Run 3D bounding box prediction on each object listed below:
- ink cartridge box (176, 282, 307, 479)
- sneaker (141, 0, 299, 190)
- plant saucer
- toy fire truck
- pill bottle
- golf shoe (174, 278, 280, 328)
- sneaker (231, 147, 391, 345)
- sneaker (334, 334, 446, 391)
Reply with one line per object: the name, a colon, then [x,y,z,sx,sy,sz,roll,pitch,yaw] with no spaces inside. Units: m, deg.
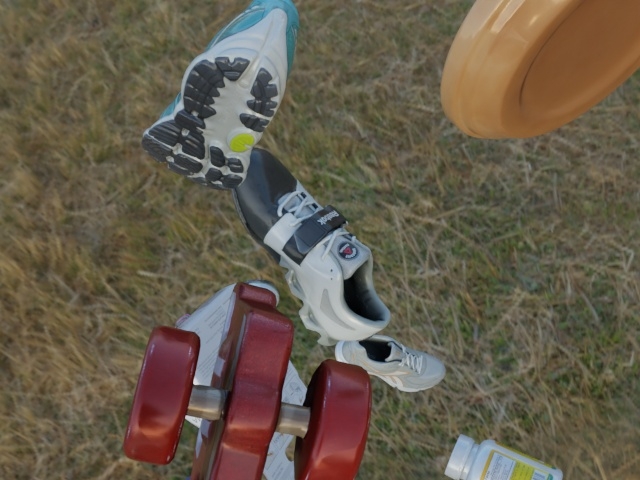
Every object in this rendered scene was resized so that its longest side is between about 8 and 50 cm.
ink cartridge box: [-0.092,0.184,1.044,0.056,0.225,0.181,-28,9,26]
sneaker: [-0.089,-0.131,0.825,0.275,0.107,0.110,-35,29,56]
plant saucer: [0.166,-0.134,0.543,0.200,0.200,0.037,-35,66,-2]
toy fire truck: [-0.078,0.191,0.717,0.169,0.254,0.302,12,89,-8]
pill bottle: [0.356,0.462,1.686,0.208,0.117,0.117,21,68,15]
golf shoe: [-0.136,0.123,1.226,0.186,0.067,0.086,-31,24,19]
sneaker: [0.000,0.000,1.242,0.146,0.330,0.122,-13,25,48]
sneaker: [0.170,0.269,1.914,0.262,0.121,0.099,14,66,-16]
